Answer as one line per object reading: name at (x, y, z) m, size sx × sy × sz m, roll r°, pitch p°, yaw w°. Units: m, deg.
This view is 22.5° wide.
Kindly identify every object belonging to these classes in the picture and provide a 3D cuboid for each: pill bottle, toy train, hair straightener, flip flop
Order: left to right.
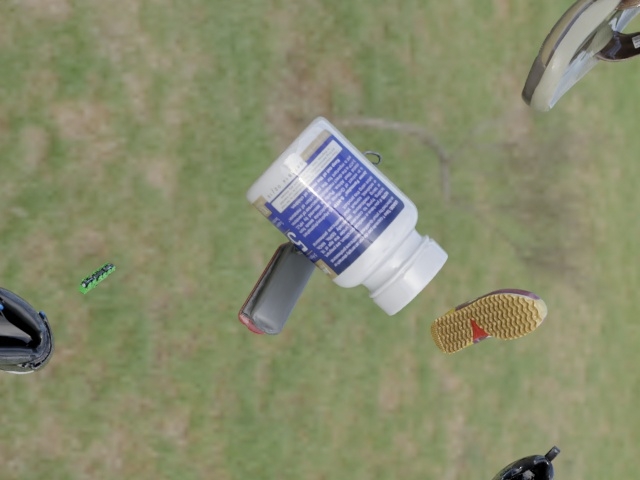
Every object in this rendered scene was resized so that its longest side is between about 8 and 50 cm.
toy train at (-0.327, 0.055, 2.348) m, size 0.023 × 0.017 × 0.083 m, roll -62°, pitch 169°, yaw 29°
hair straightener at (0.000, 0.000, 1.673) m, size 0.047 × 0.089 × 0.230 m, roll 39°, pitch 78°, yaw -15°
pill bottle at (0.029, -0.020, 1.560) m, size 0.187 × 0.112 × 0.112 m, roll 44°, pitch 35°, yaw -3°
flip flop at (0.282, -0.203, 1.419) m, size 0.277 × 0.080 × 0.112 m, roll -46°, pitch 157°, yaw -26°

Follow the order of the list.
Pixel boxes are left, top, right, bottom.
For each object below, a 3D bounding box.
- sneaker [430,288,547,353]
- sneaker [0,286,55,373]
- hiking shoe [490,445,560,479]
sneaker at (0.232, 0.094, 2.116) m, size 0.084 × 0.185 × 0.069 m, roll -29°, pitch 99°, yaw -46°
sneaker at (-0.320, 0.049, 1.331) m, size 0.121 × 0.217 × 0.079 m, roll 152°, pitch -45°, yaw -74°
hiking shoe at (0.194, 0.324, 1.844) m, size 0.227 × 0.086 × 0.114 m, roll -49°, pitch 168°, yaw -32°
